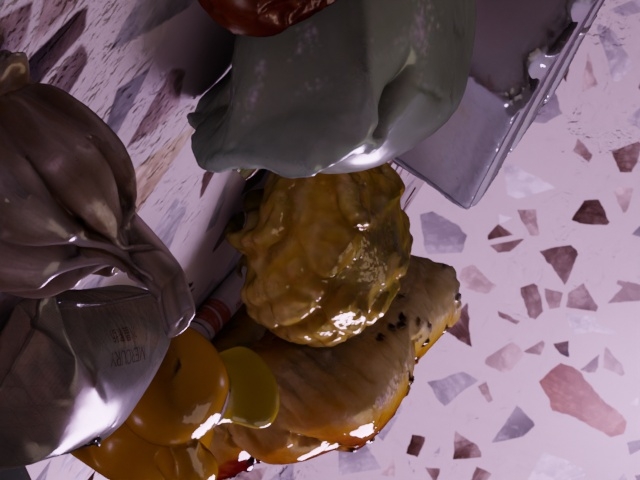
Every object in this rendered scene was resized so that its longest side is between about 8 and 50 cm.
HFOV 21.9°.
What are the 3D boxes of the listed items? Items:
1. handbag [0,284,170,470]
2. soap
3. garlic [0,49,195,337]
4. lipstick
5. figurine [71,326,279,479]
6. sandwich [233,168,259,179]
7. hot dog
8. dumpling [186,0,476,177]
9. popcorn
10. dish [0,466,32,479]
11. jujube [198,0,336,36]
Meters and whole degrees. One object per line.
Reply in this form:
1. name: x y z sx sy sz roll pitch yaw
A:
1. handbag: -0.214 0.116 1.365 0.182 0.117 0.270 -56 168 8
2. soap: 0.203 -0.247 2.092 0.350 0.213 0.435 -56 173 -22
3. garlic: -0.154 -0.007 0.986 0.127 0.194 0.131 -42 172 -25
4. lipstick: -0.120 0.078 2.074 0.131 0.038 0.038 -50 170 -42
5. figurine: -0.165 0.177 1.735 0.228 0.215 0.215 -33 -173 35
6. sandwich: -0.058 -0.104 1.727 0.083 0.031 0.044 -53 174 -20
7. hot dog: -0.034 0.174 2.078 0.367 0.196 0.365 -21 -173 28
8. dumpling: 0.024 -0.158 1.359 0.320 0.212 0.270 -23 150 -57
9. popcorn: 0.000 0.000 1.891 0.250 0.190 0.250 16 72 -62
10. dish: -0.306 0.234 1.306 0.064 0.154 0.234 -21 -175 19
11. jujube: -0.018 -0.221 1.181 0.176 0.112 0.109 -52 139 -16
